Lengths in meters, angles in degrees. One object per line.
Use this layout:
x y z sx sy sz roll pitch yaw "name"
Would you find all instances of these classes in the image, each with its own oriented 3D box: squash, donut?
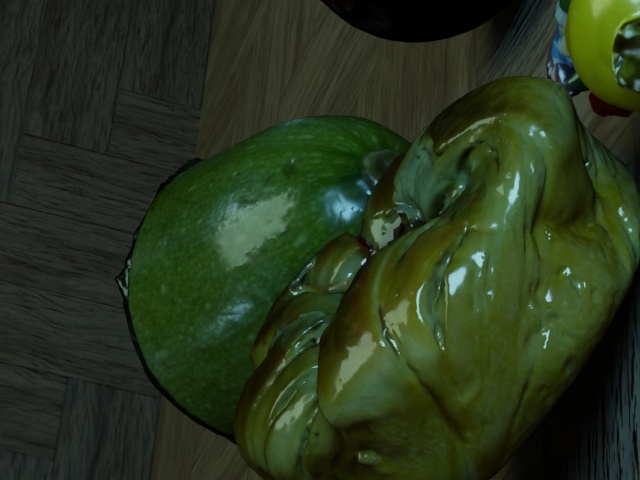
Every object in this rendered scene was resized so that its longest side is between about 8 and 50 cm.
0.015 0.025 1.766 0.309 0.310 0.310 -21 54 54 "squash"
0.082 0.044 1.361 0.360 0.170 0.360 -48 13 14 "donut"

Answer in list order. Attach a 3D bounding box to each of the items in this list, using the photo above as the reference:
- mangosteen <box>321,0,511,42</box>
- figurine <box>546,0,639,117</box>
0.108 -0.335 1.755 0.302 0.275 0.275 -48 6 -15 "mangosteen"
0.212 -0.136 1.287 0.234 0.127 0.185 -96 22 -51 "figurine"
